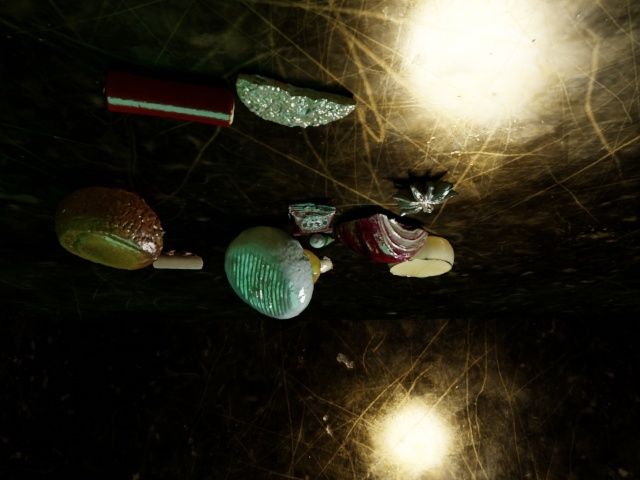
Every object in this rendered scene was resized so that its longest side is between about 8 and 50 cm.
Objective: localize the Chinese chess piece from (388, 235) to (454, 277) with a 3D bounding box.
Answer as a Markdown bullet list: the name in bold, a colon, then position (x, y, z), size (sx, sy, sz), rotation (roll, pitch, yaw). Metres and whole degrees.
- **Chinese chess piece**: position (0.391, 0.067, 1.831), size (0.257, 0.104, 0.257), rotation (-1, 160, 0)

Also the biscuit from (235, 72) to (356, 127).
- **biscuit**: position (-0.061, -0.280, 0.978), size (0.250, 0.032, 0.133), rotation (7, 160, -20)

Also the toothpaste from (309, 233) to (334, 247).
- **toothpaste**: position (0.000, 0.000, 1.663), size (0.078, 0.046, 0.248), rotation (-4, 180, 9)

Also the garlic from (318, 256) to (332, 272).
- **garlic**: position (-0.019, 0.110, 2.004), size (0.152, 0.066, 0.084), rotation (3, 162, -14)

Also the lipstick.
- **lipstick**: position (-0.292, -0.277, 0.919), size (0.241, 0.080, 0.080), rotation (5, 160, -13)

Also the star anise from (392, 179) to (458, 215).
- **star anise**: position (0.306, -0.129, 1.355), size (0.182, 0.065, 0.195), rotation (-11, 154, 15)

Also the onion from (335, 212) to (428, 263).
- **onion**: position (0.206, 0.015, 1.639), size (0.314, 0.146, 0.280), rotation (9, 163, -34)

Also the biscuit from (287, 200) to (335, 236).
- **biscuit**: position (-0.029, -0.062, 1.539), size (0.151, 0.063, 0.235), rotation (-8, 157, -3)

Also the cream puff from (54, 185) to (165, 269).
- **cream puff**: position (-0.610, -0.048, 1.372), size (0.303, 0.212, 0.303), rotation (6, 154, 3)

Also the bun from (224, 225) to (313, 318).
- **bun**: position (-0.170, 0.108, 1.673), size (0.362, 0.362, 0.211), rotation (-19, -172, 42)

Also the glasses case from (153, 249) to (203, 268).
- **glasses case**: position (-0.582, 0.072, 1.930), size (0.194, 0.070, 0.102), rotation (2, -172, -12)

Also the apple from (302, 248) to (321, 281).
- **apple**: position (-0.092, 0.111, 1.873), size (0.155, 0.182, 0.182), rotation (24, 172, 29)
